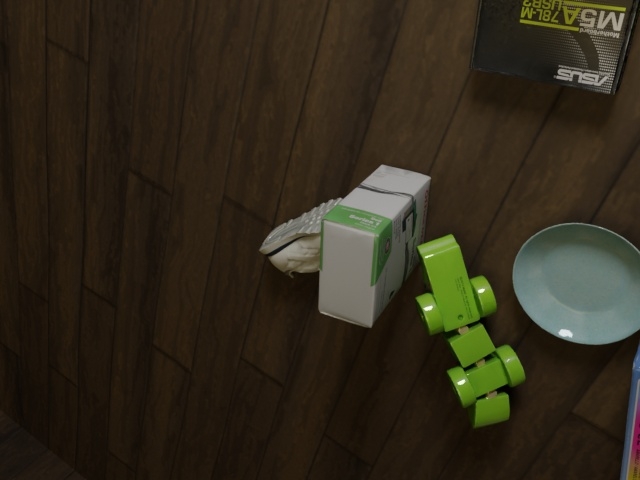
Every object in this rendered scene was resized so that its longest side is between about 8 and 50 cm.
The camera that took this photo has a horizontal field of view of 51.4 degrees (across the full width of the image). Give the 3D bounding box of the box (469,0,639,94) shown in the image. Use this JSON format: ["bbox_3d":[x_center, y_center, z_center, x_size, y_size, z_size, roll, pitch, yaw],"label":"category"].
[{"bbox_3d":[0.291,-0.289,0.819,0.190,0.045,0.184,19,122,25],"label":"box"}]

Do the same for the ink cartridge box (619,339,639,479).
[{"bbox_3d":[0.608,0.273,0.847,0.395,0.151,0.270,8,119,29],"label":"ink cartridge box"}]

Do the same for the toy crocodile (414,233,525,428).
[{"bbox_3d":[0.233,0.153,1.070,0.115,0.105,0.341,-24,102,-2],"label":"toy crocodile"}]

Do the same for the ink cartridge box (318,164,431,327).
[{"bbox_3d":[0.085,0.001,1.005,0.092,0.219,0.160,16,123,23],"label":"ink cartridge box"}]

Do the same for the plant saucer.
[{"bbox_3d":[0.377,0.057,0.955,0.195,0.037,0.195,17,124,26],"label":"plant saucer"}]

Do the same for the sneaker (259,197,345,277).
[{"bbox_3d":[0.000,0.000,1.162,0.235,0.090,0.095,-20,115,43],"label":"sneaker"}]
